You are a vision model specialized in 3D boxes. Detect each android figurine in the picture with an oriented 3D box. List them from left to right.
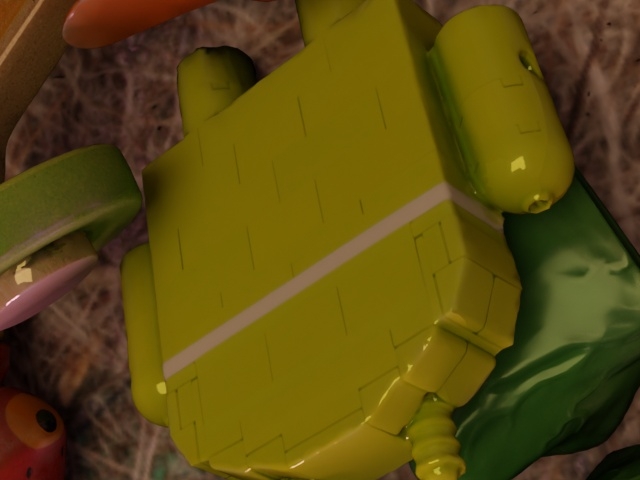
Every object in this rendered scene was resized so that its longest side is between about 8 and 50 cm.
[{"bbox_3d":[0.000,0.000,0.649,0.248,0.056,0.273,-35,49,26],"label":"android figurine"}]

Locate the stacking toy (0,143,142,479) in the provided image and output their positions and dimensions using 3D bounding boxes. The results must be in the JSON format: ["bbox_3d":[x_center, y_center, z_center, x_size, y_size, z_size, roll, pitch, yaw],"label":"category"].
[{"bbox_3d":[-0.193,0.097,0.651,0.279,0.309,0.130,-36,86,35],"label":"stacking toy"}]

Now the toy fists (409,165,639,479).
[{"bbox_3d":[0.119,0.098,0.651,0.142,0.096,0.279,-35,77,12],"label":"toy fists"}]

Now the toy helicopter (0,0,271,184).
[{"bbox_3d":[-0.105,-0.138,0.673,0.235,0.140,0.355,33,94,22],"label":"toy helicopter"}]
